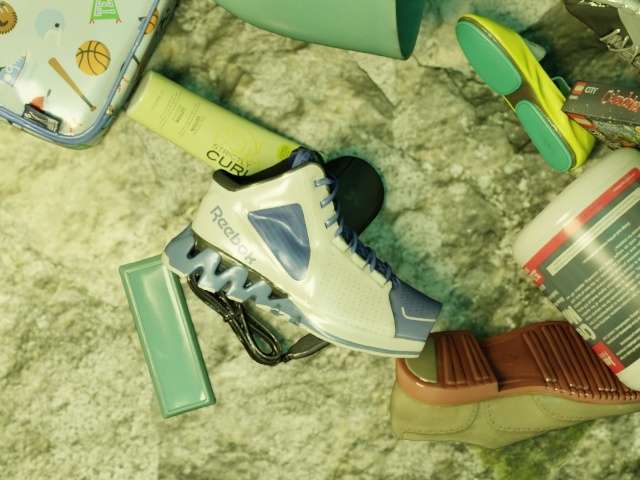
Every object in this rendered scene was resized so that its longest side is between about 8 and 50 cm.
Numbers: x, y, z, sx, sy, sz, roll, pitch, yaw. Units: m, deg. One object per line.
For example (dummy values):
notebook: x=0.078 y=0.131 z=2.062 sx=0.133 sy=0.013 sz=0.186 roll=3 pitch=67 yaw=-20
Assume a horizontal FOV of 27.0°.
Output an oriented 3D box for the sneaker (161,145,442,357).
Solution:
sneaker: x=-0.001 y=0.000 z=1.471 sx=0.315 sy=0.127 sz=0.182 roll=21 pitch=101 yaw=-3

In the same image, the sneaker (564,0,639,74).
sneaker: x=0.383 y=-0.210 z=1.588 sx=0.228 sy=0.086 sz=0.132 roll=19 pitch=93 yaw=-6

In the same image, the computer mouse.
computer mouse: x=-0.009 y=0.033 z=1.569 sx=0.262 sy=0.060 sz=0.184 roll=-35 pitch=104 yaw=-7

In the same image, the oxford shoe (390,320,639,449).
oxford shoe: x=0.246 y=0.181 z=1.594 sx=0.348 sy=0.123 sz=0.130 roll=3 pitch=129 yaw=-12

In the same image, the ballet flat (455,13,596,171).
ballet flat: x=0.251 y=-0.188 z=1.590 sx=0.077 sy=0.077 sz=0.231 roll=-41 pitch=98 yaw=-23

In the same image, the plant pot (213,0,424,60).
plant pot: x=-0.009 y=-0.351 z=1.462 sx=0.235 sy=0.293 sz=0.293 roll=5 pitch=92 yaw=11

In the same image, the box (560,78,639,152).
box: x=0.401 y=-0.112 z=1.493 sx=0.159 sy=0.233 sz=0.044 roll=31 pitch=86 yaw=-31

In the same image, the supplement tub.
supplement tub: x=0.369 y=0.048 z=1.518 sx=0.191 sy=0.191 sz=0.272 roll=-40 pitch=81 yaw=-2

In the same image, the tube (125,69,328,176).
tube: x=-0.109 y=-0.116 z=1.560 sx=0.240 sy=0.062 sz=0.070 roll=30 pitch=131 yaw=-20

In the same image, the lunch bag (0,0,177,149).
lunch bag: x=-0.307 y=-0.262 z=1.520 sx=0.243 sy=0.115 sz=0.303 roll=28 pitch=89 yaw=-3

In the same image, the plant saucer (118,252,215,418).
plant saucer: x=-0.183 y=0.114 z=1.588 sx=0.067 sy=0.018 sz=0.192 roll=-16 pitch=92 yaw=-4
